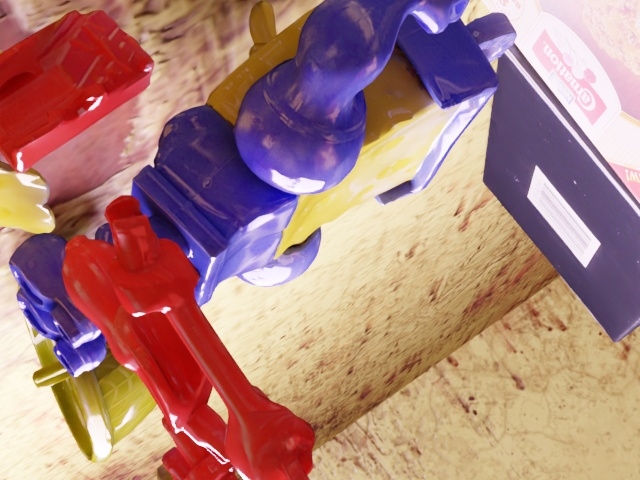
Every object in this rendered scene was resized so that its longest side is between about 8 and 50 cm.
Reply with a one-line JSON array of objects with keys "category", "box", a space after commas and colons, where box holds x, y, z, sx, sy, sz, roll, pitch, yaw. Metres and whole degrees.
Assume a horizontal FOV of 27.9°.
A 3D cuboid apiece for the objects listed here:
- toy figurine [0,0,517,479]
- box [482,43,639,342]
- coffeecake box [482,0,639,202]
[{"category": "toy figurine", "box": [0.000, 0.000, 0.499, 0.217, 0.191, 0.362, -37, 170, -19]}, {"category": "box", "box": [0.290, -0.106, 0.882, 0.312, 0.179, 0.343, -37, 168, -2]}, {"category": "coffeecake box", "box": [0.159, -0.121, 0.550, 0.068, 0.142, 0.185, -30, 166, -24]}]
